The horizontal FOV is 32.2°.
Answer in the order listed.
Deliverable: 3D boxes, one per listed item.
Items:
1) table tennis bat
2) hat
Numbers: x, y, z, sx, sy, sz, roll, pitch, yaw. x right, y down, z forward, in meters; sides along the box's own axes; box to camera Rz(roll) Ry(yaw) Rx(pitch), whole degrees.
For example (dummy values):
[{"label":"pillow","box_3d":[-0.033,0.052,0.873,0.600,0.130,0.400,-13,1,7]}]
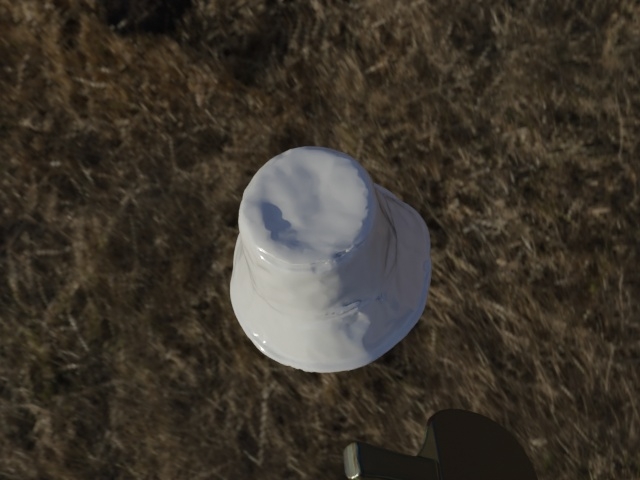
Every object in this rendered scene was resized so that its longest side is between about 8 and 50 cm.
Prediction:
[{"label":"table tennis bat","box_3d":[0.124,0.224,1.030,0.021,0.274,0.154,-31,53,36]},{"label":"hat","box_3d":[0.000,0.000,0.947,0.203,0.126,0.203,-4,62,7]}]
